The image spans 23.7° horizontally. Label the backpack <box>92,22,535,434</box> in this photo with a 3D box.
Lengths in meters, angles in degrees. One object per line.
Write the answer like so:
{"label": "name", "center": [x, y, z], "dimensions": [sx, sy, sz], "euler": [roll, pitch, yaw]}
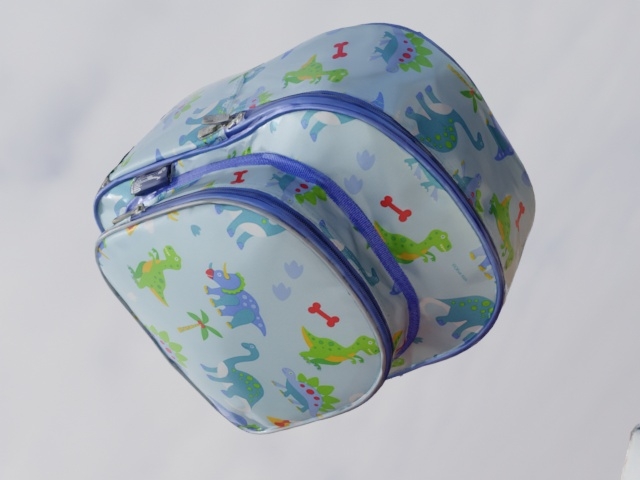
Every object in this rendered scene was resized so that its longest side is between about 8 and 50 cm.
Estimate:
{"label": "backpack", "center": [0.000, 0.000, 0.450], "dimensions": [0.114, 0.105, 0.084], "euler": [-24, 22, 35]}

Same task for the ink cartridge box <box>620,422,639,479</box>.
{"label": "ink cartridge box", "center": [0.191, 0.111, 0.483], "dimensions": [0.309, 0.272, 0.130], "euler": [-6, -72, -63]}
